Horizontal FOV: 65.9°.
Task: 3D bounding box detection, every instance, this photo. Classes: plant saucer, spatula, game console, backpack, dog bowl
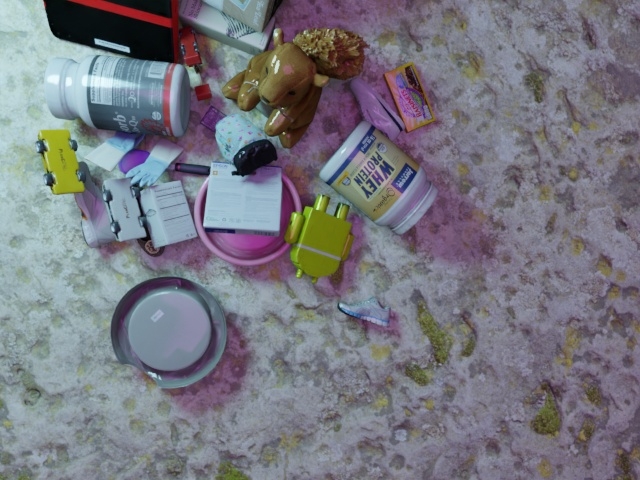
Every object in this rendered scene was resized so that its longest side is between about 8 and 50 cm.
[{"bbox_3d":[-0.225,-0.086,1.558,0.331,0.084,0.333,0,92,-6],"label":"plant saucer"},{"bbox_3d":[-0.478,-0.232,1.549,0.296,0.030,0.084,6,94,-7],"label":"spatula"},{"bbox_3d":[-0.594,-0.684,1.391,0.386,0.342,0.060,13,55,-6],"label":"game console"},{"bbox_3d":[-0.232,-0.290,1.470,0.151,0.115,0.182,-28,55,-25],"label":"backpack"},{"bbox_3d":[-0.464,0.276,1.545,0.348,0.102,0.349,0,93,-6],"label":"dog bowl"}]

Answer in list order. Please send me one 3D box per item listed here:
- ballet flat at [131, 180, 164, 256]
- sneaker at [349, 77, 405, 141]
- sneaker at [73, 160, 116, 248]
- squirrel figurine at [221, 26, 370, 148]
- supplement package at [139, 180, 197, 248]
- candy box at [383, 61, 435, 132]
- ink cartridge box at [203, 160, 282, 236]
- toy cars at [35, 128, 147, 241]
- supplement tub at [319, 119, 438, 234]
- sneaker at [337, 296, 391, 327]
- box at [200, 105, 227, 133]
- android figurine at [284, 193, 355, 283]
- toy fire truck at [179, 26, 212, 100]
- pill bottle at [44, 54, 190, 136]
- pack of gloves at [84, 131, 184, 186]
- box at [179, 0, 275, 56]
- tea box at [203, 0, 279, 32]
[{"bbox_3d":[-0.554,-0.066,1.537,0.084,0.058,0.250,-17,95,-4],"label":"ballet flat"},{"bbox_3d":[0.165,-0.415,1.582,0.095,0.090,0.235,-43,95,7],"label":"sneaker"},{"bbox_3d":[-0.678,-0.115,1.513,0.120,0.099,0.263,-13,99,-17],"label":"sneaker"},{"bbox_3d":[-0.065,-0.487,1.400,0.397,0.370,0.281,-43,96,-6],"label":"squirrel figurine"},{"bbox_3d":[-0.467,-0.079,1.504,0.105,0.105,0.180,-20,96,-41],"label":"supplement package"},{"bbox_3d":[0.291,-0.468,1.618,0.105,0.027,0.206,-24,95,-1],"label":"candy box"},{"bbox_3d":[-0.226,-0.124,1.473,0.223,0.045,0.224,4,65,-6],"label":"ink cartridge box"},{"bbox_3d":[-0.661,-0.148,1.426,0.393,0.087,0.177,42,55,-23],"label":"toy cars"},{"bbox_3d":[0.181,-0.188,1.522,0.316,0.228,0.228,38,89,-7],"label":"supplement tub"},{"bbox_3d":[0.147,0.222,1.628,0.190,0.071,0.083,17,85,-15],"label":"sneaker"},{"bbox_3d":[-0.328,-0.376,1.562,0.083,0.018,0.067,33,89,-7],"label":"box"},{"bbox_3d":[0.000,0.000,1.554,0.248,0.056,0.273,18,90,-34],"label":"android figurine"},{"bbox_3d":[-0.381,-0.539,1.506,0.047,0.135,0.192,-15,61,-5],"label":"toy fire truck"},{"bbox_3d":[-0.577,-0.423,1.439,0.362,0.210,0.211,5,93,-6],"label":"pill bottle"},{"bbox_3d":[-0.552,-0.248,1.481,0.195,0.232,0.046,27,134,-5],"label":"pack of gloves"},{"bbox_3d":[-0.283,-0.669,1.512,0.274,0.094,0.113,19,91,-7],"label":"box"},{"bbox_3d":[-0.161,-0.831,1.352,0.219,0.329,0.324,26,65,-7],"label":"tea box"}]
